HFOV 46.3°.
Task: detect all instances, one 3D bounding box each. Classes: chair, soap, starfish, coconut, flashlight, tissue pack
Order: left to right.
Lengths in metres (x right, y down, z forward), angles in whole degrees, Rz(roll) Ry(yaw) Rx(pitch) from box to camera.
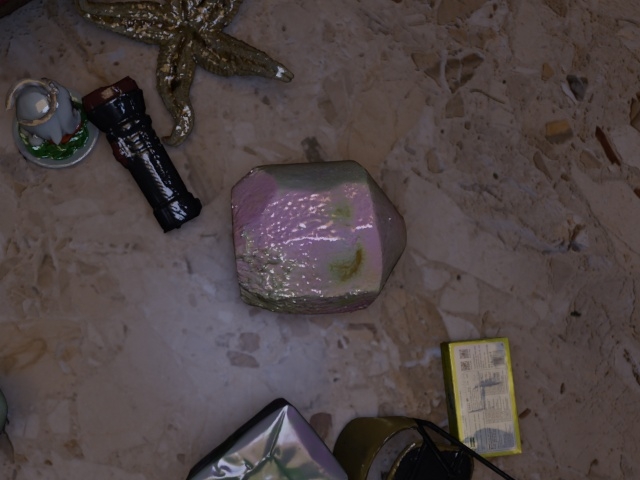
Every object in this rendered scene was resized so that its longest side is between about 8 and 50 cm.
[{"bbox_3d":[-0.261,-0.121,1.108,0.093,0.093,0.231,-28,99,-10],"label":"flashlight"},{"bbox_3d":[-0.205,-0.331,1.152,0.327,0.094,0.374,1,90,-7],"label":"starfish"},{"bbox_3d":[-0.078,0.323,1.032,0.182,0.199,0.138,-39,86,-11],"label":"soap"},{"bbox_3d":[0.000,0.000,1.067,0.246,0.233,0.233,-3,83,-3],"label":"coconut"},{"bbox_3d":[0.140,0.352,1.060,0.173,0.247,0.158,22,93,-22],"label":"chair"},{"bbox_3d":[0.245,0.240,1.153,0.095,0.062,0.175,-5,84,-6],"label":"tissue pack"}]

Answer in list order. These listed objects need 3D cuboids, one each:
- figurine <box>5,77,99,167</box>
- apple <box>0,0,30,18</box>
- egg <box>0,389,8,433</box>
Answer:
[{"bbox_3d":[-0.397,-0.179,1.078,0.133,0.153,0.132,1,83,-7],"label":"figurine"},{"bbox_3d":[-0.472,-0.456,1.018,0.345,0.345,0.269,-34,111,-10],"label":"apple"},{"bbox_3d":[-0.546,0.238,0.988,0.253,0.186,0.186,-9,84,-8],"label":"egg"}]
